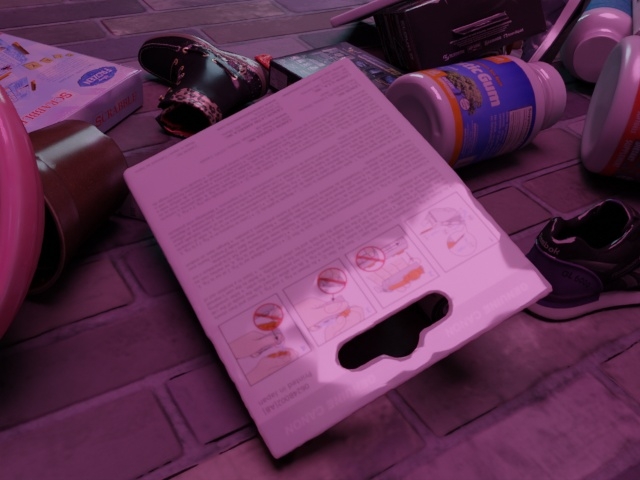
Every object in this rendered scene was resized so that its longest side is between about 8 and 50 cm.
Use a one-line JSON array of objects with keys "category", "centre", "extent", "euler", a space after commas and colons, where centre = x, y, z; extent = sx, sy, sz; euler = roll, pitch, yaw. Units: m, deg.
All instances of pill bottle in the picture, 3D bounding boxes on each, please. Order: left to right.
[{"category": "pill bottle", "centre": [0.241, -0.198, 1.018], "extent": [0.271, 0.152, 0.152], "euler": [-19, 45, -28]}, {"category": "pill bottle", "centre": [0.561, -0.408, 1.337], "extent": [0.146, 0.146, 0.264], "euler": [17, 39, 12]}, {"category": "pill bottle", "centre": [0.597, -0.164, 0.985], "extent": [0.362, 0.210, 0.210], "euler": [14, 39, 9]}]

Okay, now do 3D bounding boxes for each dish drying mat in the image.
[{"category": "dish drying mat", "centre": [-0.090, -0.326, 1.238], "extent": [0.032, 0.008, 0.083], "euler": [-18, 45, -28]}]

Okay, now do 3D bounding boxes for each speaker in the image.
[{"category": "speaker", "centre": [0.114, 0.034, 0.783], "extent": [0.055, 0.055, 0.136], "euler": [-13, 42, -24]}]

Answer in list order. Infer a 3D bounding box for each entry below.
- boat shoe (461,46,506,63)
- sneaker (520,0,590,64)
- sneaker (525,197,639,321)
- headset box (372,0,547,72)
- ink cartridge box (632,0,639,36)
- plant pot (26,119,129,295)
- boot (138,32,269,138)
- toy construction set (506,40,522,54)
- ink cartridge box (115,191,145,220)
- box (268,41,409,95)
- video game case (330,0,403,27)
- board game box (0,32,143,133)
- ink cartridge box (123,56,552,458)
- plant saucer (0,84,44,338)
[{"category": "boat shoe", "centre": [0.302, -0.334, 1.259], "extent": [0.084, 0.079, 0.233], "euler": [20, 42, 13]}, {"category": "sneaker", "centre": [0.389, -0.416, 1.270], "extent": [0.163, 0.226, 0.086], "euler": [35, 9, 19]}, {"category": "sneaker", "centre": [0.370, 0.007, 0.802], "extent": [0.283, 0.124, 0.107], "euler": [-14, 43, -25]}, {"category": "headset box", "centre": [0.230, -0.375, 1.143], "extent": [0.218, 0.110, 0.293], "euler": [-20, 19, -1]}, {"category": "ink cartridge box", "centre": [0.749, -0.408, 1.266], "extent": [0.285, 0.166, 0.395], "euler": [42, 40, -8]}, {"category": "plant pot", "centre": [-0.310, -0.051, 0.748], "extent": [0.166, 0.167, 0.165], "euler": [16, 31, 10]}, {"category": "boot", "centre": [-0.222, -0.249, 1.059], "extent": [0.236, 0.085, 0.179], "euler": [19, 42, 14]}, {"category": "toy construction set", "centre": [0.446, -0.565, 1.442], "extent": [0.257, 0.237, 0.309], "euler": [12, 39, 5]}, {"category": "ink cartridge box", "centre": [-0.250, -0.059, 0.844], "extent": [0.083, 0.048, 0.028], "euler": [14, 38, 8]}, {"category": "box", "centre": [0.051, -0.260, 1.137], "extent": [0.183, 0.059, 0.232], "euler": [-25, 48, -35]}, {"category": "video game case", "centre": [0.134, -0.479, 1.355], "extent": [0.190, 0.022, 0.173], "euler": [-13, 16, 28]}, {"category": "board game box", "centre": [-0.480, -0.201, 0.970], "extent": [0.317, 0.066, 0.319], "euler": [17, 39, 13]}, {"category": "ink cartridge box", "centre": [0.000, 0.000, 0.722], "extent": [0.308, 0.091, 0.385], "euler": [-29, 59, -10]}, {"category": "plant saucer", "centre": [-0.380, -0.020, 0.609], "extent": [0.332, 0.332, 0.084], "euler": [23, 5, 18]}]
